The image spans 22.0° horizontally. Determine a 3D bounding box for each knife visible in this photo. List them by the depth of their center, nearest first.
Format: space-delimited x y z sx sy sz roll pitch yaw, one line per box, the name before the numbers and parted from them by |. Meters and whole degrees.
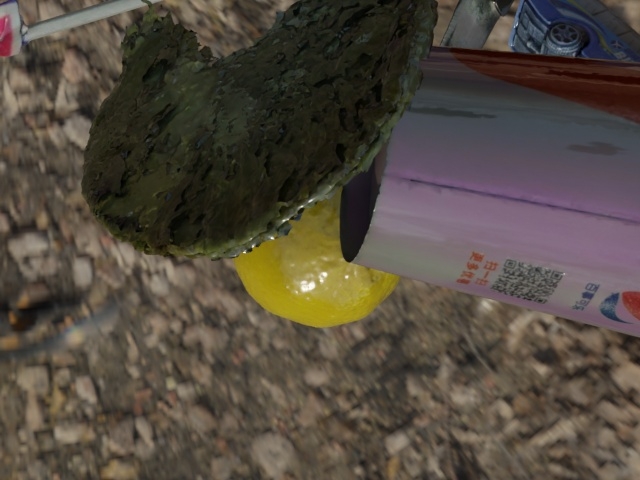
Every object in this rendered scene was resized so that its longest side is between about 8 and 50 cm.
knife | 0.147 -0.210 1.586 0.060 0.028 0.230 34 84 -41

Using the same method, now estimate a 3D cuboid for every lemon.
lemon | 0.000 0.000 1.654 0.178 0.203 0.178 -1 94 -19

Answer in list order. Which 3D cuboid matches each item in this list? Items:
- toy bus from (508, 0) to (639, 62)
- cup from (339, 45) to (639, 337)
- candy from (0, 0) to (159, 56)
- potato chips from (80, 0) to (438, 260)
toy bus | 0.273 -0.144 1.498 0.094 0.236 0.079 -29 149 -24
cup | 0.166 -0.031 0.985 0.288 0.203 0.203 8 102 -9
candy | -0.294 -0.181 1.525 0.365 0.124 0.124 -17 107 -1
potato chips | -0.037 -0.074 0.786 0.029 0.220 0.202 42 55 -37
